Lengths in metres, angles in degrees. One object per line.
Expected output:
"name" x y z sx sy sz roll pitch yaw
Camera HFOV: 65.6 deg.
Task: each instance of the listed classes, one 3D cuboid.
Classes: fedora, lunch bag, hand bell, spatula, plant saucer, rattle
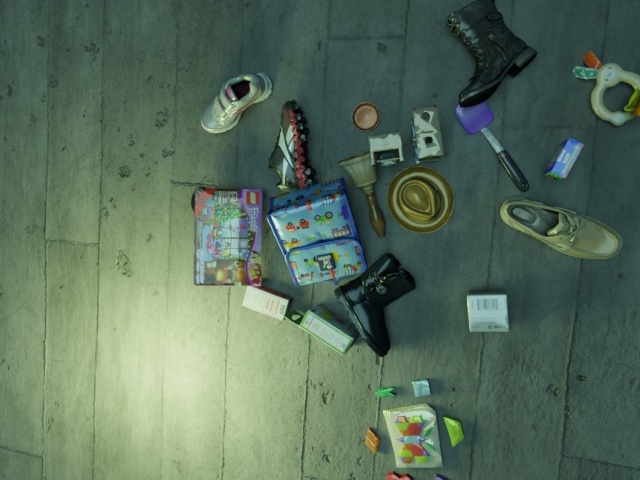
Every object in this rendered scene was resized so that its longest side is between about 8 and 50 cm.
"fedora" 0.272 -0.112 1.364 0.194 0.079 0.194 1 95 16
"lunch bag" 0.000 0.000 1.415 0.221 0.138 0.293 -15 117 7
"hand bell" 0.142 -0.124 1.402 0.126 0.126 0.242 -16 101 17
"spatula" 0.466 -0.254 1.323 0.084 0.030 0.296 -33 85 12
"plant saucer" 0.131 -0.354 1.423 0.083 0.013 0.083 1 95 16
"rattle" 0.705 -0.377 1.194 0.130 0.143 0.200 -31 91 34

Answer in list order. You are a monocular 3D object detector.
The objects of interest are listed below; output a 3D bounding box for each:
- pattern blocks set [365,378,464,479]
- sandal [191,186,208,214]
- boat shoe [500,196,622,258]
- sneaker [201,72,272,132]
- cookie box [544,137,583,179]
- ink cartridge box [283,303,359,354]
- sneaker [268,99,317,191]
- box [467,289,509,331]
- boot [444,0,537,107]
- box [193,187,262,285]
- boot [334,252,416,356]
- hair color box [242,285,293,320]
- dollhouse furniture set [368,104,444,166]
"pattern blocks set" 0.269 0.572 1.437 0.285 0.026 0.325 -24 87 16
"sandal" -0.320 -0.070 1.552 0.090 0.060 0.219 -45 97 -6
"boat shoe" 0.609 -0.030 1.261 0.302 0.098 0.109 24 100 13
"sneaker" -0.269 -0.421 1.484 0.252 0.111 0.103 -37 83 15
"cookie box" 0.609 -0.202 1.245 0.040 0.107 0.092 28 101 13
"ink cartridge box" 0.007 0.242 1.449 0.209 0.109 0.062 30 101 13
"sneaker" -0.096 -0.267 1.450 0.135 0.097 0.276 -7 93 14
"box" 0.447 0.187 1.328 0.101 0.087 0.102 -4 93 16
"boot" 0.402 -0.494 1.289 0.263 0.091 0.229 -38 82 -7
"box" -0.275 -0.010 1.493 0.201 0.057 0.293 0 88 -6
"boot" 0.185 0.181 1.400 0.207 0.094 0.246 -34 89 12
"hair color box" -0.163 0.188 1.529 0.141 0.043 0.072 20 99 15
"dollhouse furniture set" 0.222 -0.271 1.328 0.183 0.129 0.129 -7 91 8
